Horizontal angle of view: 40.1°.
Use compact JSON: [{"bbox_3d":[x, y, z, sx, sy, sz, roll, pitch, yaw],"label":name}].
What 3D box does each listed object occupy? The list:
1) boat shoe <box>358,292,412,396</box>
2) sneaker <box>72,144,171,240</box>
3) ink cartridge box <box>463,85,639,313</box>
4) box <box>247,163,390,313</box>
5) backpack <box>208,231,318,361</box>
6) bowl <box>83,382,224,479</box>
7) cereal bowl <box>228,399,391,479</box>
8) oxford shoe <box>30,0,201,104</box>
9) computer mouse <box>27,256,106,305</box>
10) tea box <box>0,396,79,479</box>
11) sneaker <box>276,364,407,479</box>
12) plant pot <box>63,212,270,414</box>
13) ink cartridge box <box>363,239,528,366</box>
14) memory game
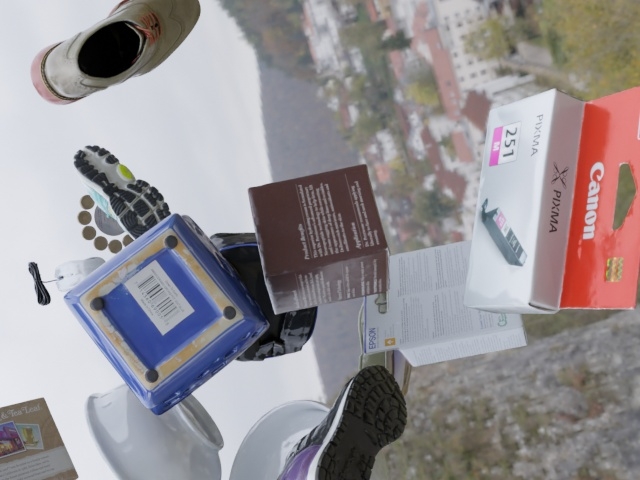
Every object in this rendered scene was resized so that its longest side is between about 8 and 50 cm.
[{"bbox_3d":[0.153,0.221,1.968,0.103,0.113,0.302,41,-133,-37],"label":"boat shoe"},{"bbox_3d":[-0.399,-0.080,1.793,0.275,0.107,0.110,47,153,14],"label":"sneaker"},{"bbox_3d":[0.285,-0.050,1.067,0.239,0.060,0.275,-10,68,62],"label":"ink cartridge box"},{"bbox_3d":[0.000,0.000,1.458,0.167,0.203,0.169,81,178,-63],"label":"box"},{"bbox_3d":[-0.127,0.110,1.830,0.213,0.276,0.264,-136,45,-71],"label":"backpack"},{"bbox_3d":[-0.263,0.346,1.531,0.298,0.134,0.298,50,180,0],"label":"bowl"},{"bbox_3d":[-0.004,0.457,1.546,0.141,0.339,0.339,23,-138,-44],"label":"cereal bowl"},{"bbox_3d":[-0.294,-0.321,1.412,0.348,0.130,0.123,-47,-60,-37],"label":"oxford shoe"},{"bbox_3d":[-0.573,0.080,1.986,0.042,0.192,0.106,15,-119,-74],"label":"computer mouse"},{"bbox_3d":[-0.791,0.539,1.958,0.329,0.323,0.220,-4,-119,-59],"label":"tea box"},{"bbox_3d":[0.014,0.263,1.154,0.107,0.124,0.283,57,-146,-8],"label":"sneaker"},{"bbox_3d":[-0.226,0.104,1.297,0.236,0.236,0.212,52,172,3],"label":"plant pot"},{"bbox_3d":[0.260,0.130,1.897,0.324,0.330,0.071,-85,-22,-54],"label":"ink cartridge box"},{"bbox_3d":[-0.510,-0.059,2.156,0.012,0.186,0.186,3,115,54],"label":"memory game"}]
